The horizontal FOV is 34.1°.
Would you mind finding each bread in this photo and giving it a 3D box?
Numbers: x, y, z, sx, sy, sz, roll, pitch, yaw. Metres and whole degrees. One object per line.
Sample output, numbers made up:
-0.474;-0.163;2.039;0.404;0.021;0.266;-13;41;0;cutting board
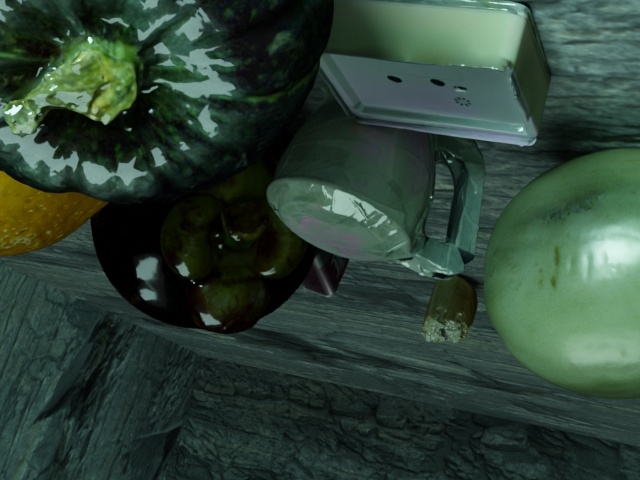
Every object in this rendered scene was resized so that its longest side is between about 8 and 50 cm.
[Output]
0.221;0.117;1.758;0.082;0.106;0.125;22;163;10;bread

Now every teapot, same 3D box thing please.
0.071;-0.075;1.101;0.221;0.178;0.163;17;160;14;teapot

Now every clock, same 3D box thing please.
0.101;-0.156;0.950;0.192;0.071;0.147;11;164;26;clock

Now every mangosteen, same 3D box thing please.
-0.133;-0.012;1.290;0.297;0.313;0.297;-16;144;-12;mangosteen

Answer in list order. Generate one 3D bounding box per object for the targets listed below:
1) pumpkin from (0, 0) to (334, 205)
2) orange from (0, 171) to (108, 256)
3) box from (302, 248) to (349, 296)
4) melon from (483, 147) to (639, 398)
-0.147;-0.176;0.732;0.323;0.241;0.323;-6;130;-7;pumpkin
-0.335;-0.150;0.966;0.340;0.341;0.293;12;-177;21;orange
0.000;0.000;1.563;0.069;0.120;0.224;19;168;12;box
0.308;0.031;1.046;0.308;0.272;0.272;-23;150;17;melon
